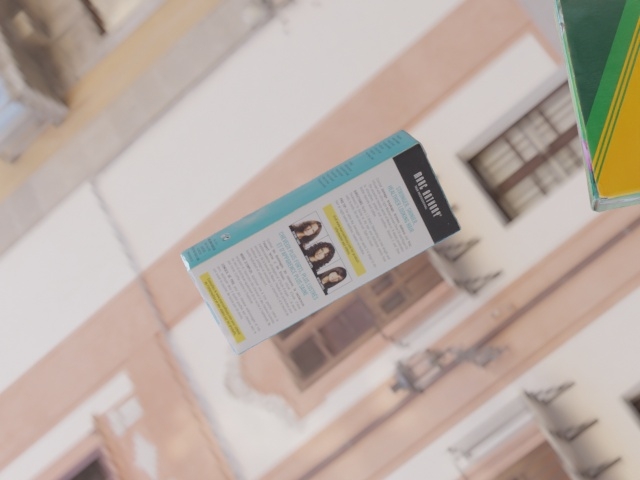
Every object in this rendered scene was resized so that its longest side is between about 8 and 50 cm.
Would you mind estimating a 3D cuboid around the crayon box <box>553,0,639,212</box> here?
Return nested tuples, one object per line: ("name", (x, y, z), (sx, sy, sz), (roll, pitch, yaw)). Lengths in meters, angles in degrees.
("crayon box", (0.329, -0.129, 1.052), (0.081, 0.279, 0.165), (34, -134, -80))

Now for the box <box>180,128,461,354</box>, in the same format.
("box", (0.000, 0.000, 1.299), (0.100, 0.244, 0.060), (63, 176, -22))
